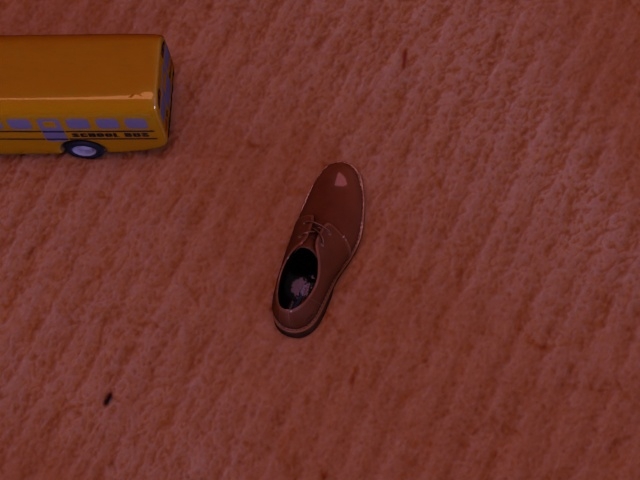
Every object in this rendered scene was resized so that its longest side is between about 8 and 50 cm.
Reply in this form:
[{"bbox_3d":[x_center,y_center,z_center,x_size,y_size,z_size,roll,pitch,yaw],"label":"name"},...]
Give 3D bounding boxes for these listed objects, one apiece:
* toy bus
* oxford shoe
[{"bbox_3d":[-0.338,-0.166,1.929,0.332,0.130,0.108,0,69,5],"label":"toy bus"},{"bbox_3d":[0.000,0.000,1.866,0.076,0.076,0.212,13,69,12],"label":"oxford shoe"}]
